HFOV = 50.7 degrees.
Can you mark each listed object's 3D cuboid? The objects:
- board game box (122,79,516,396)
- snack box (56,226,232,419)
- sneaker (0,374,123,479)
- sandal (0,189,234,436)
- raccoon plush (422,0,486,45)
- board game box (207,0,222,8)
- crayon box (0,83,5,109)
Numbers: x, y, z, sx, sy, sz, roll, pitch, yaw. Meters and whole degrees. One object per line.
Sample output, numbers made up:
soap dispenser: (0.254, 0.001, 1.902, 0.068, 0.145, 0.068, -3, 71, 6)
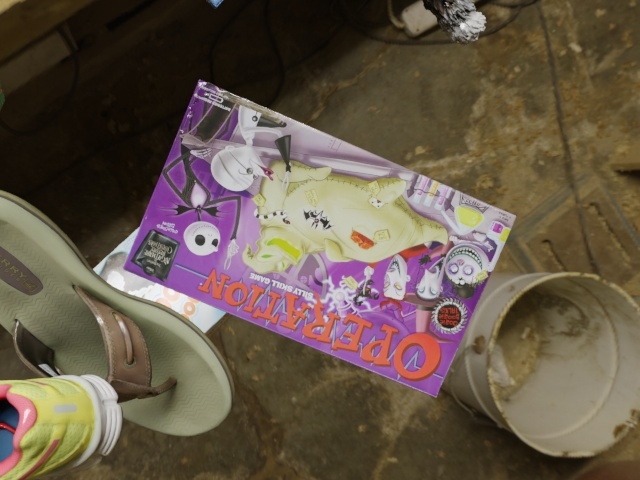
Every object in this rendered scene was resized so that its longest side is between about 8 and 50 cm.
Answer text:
board game box: (0.000, 0.000, 0.694, 0.346, 0.056, 0.208, 22, 98, -4)
snack box: (-0.249, 0.095, 0.992, 0.322, 0.060, 0.187, -44, 79, -6)
sneaker: (-0.234, 0.128, 0.408, 0.208, 0.094, 0.081, -24, 72, 5)
sandal: (-0.203, 0.084, 0.567, 0.120, 0.086, 0.303, -39, 116, 17)
raccoon plush: (0.132, -0.534, 1.233, 0.446, 0.216, 0.299, 49, 51, -2)
board game box: (-0.176, -0.560, 1.235, 0.211, 0.039, 0.160, -46, 107, -1)
crayon box: (-0.788, -0.363, 1.443, 0.165, 0.278, 0.081, 18, 67, -11)
